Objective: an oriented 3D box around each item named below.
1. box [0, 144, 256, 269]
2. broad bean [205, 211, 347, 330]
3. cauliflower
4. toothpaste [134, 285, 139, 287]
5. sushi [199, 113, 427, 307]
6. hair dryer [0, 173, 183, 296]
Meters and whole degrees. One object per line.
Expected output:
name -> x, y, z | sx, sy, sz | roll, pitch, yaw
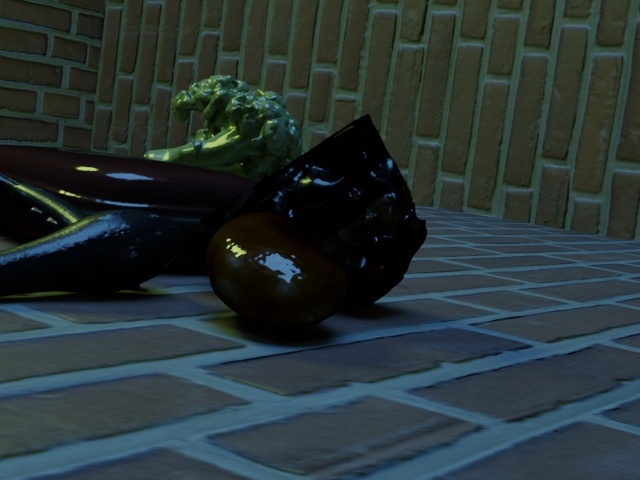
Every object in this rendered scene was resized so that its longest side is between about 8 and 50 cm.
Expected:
box -> -0.244, -0.047, 1.183 | 0.263, 0.108, 0.404 | 3, 6, -40
broad bean -> -0.037, 0.029, 0.823 | 0.114, 0.084, 0.165 | -5, 15, -23
cauliflower -> -0.165, -0.168, 1.746 | 0.281, 0.260, 0.327 | 9, -17, -27
toothpaste -> -0.206, 0.030, 0.918 | 0.083, 0.017, 0.020 | 6, 5, -12
sushi -> 0.014, -0.012, 0.967 | 0.172, 0.150, 0.153 | -32, 3, 20
hair dryer -> -0.254, -0.016, 0.890 | 0.219, 0.075, 0.195 | 28, 26, 34
